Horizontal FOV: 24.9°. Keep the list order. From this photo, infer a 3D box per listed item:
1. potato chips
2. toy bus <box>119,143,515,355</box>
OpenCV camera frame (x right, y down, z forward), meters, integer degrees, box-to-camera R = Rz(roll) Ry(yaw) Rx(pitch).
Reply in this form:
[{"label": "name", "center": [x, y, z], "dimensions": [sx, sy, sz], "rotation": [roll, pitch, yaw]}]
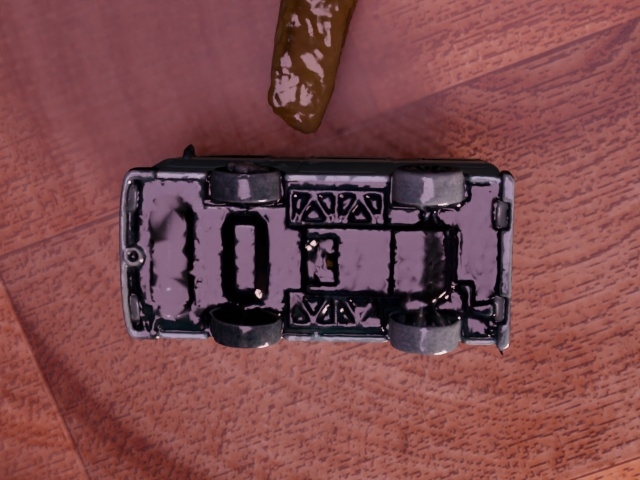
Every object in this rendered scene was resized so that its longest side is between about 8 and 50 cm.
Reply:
[{"label": "potato chips", "center": [0.035, -0.278, 1.043], "dimensions": [0.057, 0.080, 0.407], "rotation": [16, 102, -18]}, {"label": "toy bus", "center": [0.000, 0.000, 1.060], "dimensions": [0.271, 0.165, 0.133], "rotation": [1, 102, 3]}]
